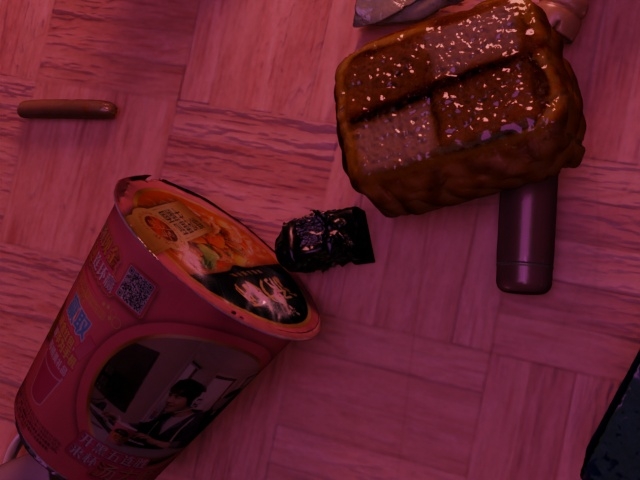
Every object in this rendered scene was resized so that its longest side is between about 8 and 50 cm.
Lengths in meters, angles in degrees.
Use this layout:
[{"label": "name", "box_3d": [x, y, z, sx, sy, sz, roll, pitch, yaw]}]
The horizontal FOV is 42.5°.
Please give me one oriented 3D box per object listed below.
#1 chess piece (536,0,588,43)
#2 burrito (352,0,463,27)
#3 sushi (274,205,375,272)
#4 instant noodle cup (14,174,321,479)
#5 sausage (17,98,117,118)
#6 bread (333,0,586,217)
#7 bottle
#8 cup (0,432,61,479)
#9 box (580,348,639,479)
[{"label": "chess piece", "box_3d": [0.244, -0.253, 0.785, 0.066, 0.066, 0.122, 30, 99, 20]}, {"label": "burrito", "box_3d": [0.092, -0.252, 0.842, 0.118, 0.044, 0.075, 4, 81, 21]}, {"label": "sushi", "box_3d": [0.000, 0.000, 0.819, 0.083, 0.084, 0.056, -13, 78, 18]}, {"label": "instant noodle cup", "box_3d": [-0.164, 0.103, 0.799, 0.244, 0.244, 0.255, 44, 105, 18]}, {"label": "sausage", "box_3d": [-0.299, -0.155, 0.971, 0.132, 0.024, 0.024, 3, 84, 20]}, {"label": "bread", "box_3d": [0.124, -0.125, 0.759, 0.222, 0.096, 0.182, -14, 64, 28]}, {"label": "bottle", "box_3d": [0.194, -0.020, 0.773, 0.053, 0.053, 0.140, 3, 83, 19]}, {"label": "cup", "box_3d": [-0.304, 0.269, 0.892, 0.133, 0.136, 0.099, -25, 110, 15]}, {"label": "box", "box_3d": [0.388, 0.120, 0.639, 0.261, 0.116, 0.279, 28, 104, 21]}]
